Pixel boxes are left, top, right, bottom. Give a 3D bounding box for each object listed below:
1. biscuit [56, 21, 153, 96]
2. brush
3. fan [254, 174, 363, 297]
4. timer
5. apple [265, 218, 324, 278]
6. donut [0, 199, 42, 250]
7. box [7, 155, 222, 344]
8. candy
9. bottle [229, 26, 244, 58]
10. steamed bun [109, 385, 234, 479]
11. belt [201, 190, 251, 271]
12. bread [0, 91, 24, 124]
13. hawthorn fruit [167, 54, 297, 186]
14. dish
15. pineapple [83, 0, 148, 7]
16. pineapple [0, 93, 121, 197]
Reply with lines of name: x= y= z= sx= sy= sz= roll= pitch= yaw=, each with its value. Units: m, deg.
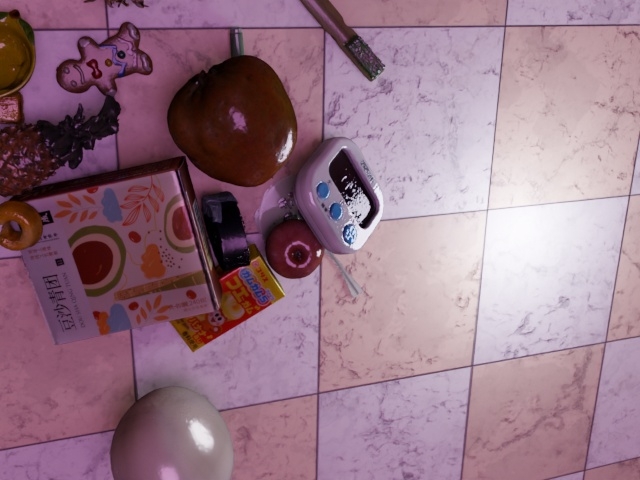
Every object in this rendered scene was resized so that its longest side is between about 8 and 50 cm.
biscuit: x=-0.473 y=-0.380 z=1.625 sx=0.205 sy=0.031 sz=0.138 roll=-24 pitch=116 yaw=-10
brush: x=0.056 y=-0.491 z=1.781 sx=0.054 sy=0.048 sz=0.282 roll=-48 pitch=117 yaw=-2
fan: x=0.000 y=0.000 z=1.955 sx=0.233 sy=0.012 sz=0.415 roll=-40 pitch=117 yaw=-1
timer: x=0.045 y=-0.108 z=1.844 sx=0.262 sy=0.087 sz=0.237 roll=58 pitch=48 yaw=-27
apple: x=-0.064 y=0.023 z=1.869 sx=0.153 sy=0.120 sz=0.154 roll=-5 pitch=110 yaw=-13
donut: x=-0.630 y=-0.027 z=1.553 sx=0.097 sy=0.043 sz=0.108 roll=-6 pitch=115 yaw=0
box: x=-0.448 y=0.023 z=1.673 sx=0.385 sy=0.122 sz=0.345 roll=-12 pitch=112 yaw=0
candy: x=-0.241 y=0.143 z=1.859 sx=0.276 sy=0.088 sz=0.146 roll=-30 pitch=117 yaw=-2
bottle: x=-0.190 y=-0.443 z=1.709 sx=0.030 sy=0.030 sz=0.083 roll=-9 pitch=111 yaw=-18
steamed bun: x=-0.346 y=0.515 z=1.834 sx=0.206 sy=0.324 sz=0.324 roll=-28 pitch=122 yaw=27
belt: x=-0.226 y=-0.028 z=1.767 sx=0.078 sy=0.198 sz=0.151 roll=-14 pitch=151 yaw=-16
bread: x=-0.690 y=-0.278 z=1.566 sx=0.132 sy=0.053 sz=0.074 roll=-6 pitch=107 yaw=-19
hawthorn fruit: x=-0.176 y=-0.246 z=1.655 sx=0.267 sy=0.268 sz=0.301 roll=-39 pitch=119 yaw=-4
dish: x=-0.651 y=-0.364 z=1.522 sx=0.148 sy=0.080 sz=0.208 roll=23 pitch=78 yaw=-9
pineapple: x=-0.421 y=-0.572 z=1.529 sx=0.236 sy=0.114 sz=0.186 roll=1 pitch=109 yaw=-18
pineapple: x=-0.562 y=-0.209 z=1.579 sx=0.310 sy=0.170 sz=0.141 roll=-26 pitch=102 yaw=-2
